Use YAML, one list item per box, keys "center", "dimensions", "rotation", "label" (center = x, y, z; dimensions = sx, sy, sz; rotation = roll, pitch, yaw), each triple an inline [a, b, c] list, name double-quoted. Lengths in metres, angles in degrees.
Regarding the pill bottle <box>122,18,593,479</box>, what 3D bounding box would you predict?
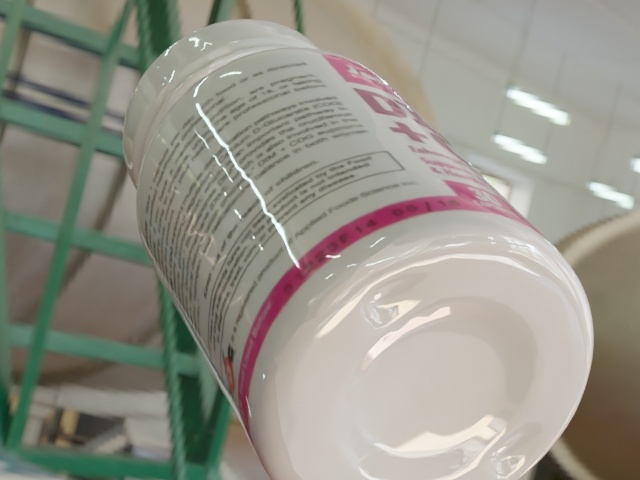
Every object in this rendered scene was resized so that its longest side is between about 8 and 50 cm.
- center: [0.000, 0.000, 0.754]
  dimensions: [0.160, 0.160, 0.283]
  rotation: [16, 21, -31]
  label: "pill bottle"
